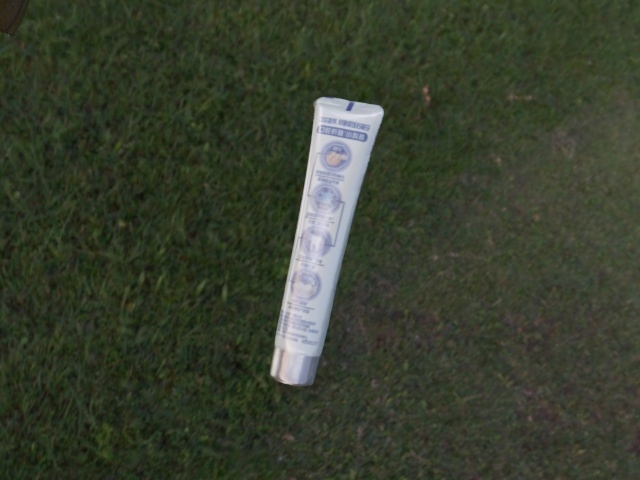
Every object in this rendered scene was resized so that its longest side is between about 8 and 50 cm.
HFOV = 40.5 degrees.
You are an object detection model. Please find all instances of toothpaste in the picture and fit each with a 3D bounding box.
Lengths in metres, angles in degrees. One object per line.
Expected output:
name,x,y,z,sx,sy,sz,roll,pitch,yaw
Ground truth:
toothpaste,0.000,0.000,0.716,0.062,0.039,0.239,12,90,19

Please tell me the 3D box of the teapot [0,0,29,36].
teapot,-0.162,-0.138,0.387,0.076,0.121,0.068,18,100,-18
